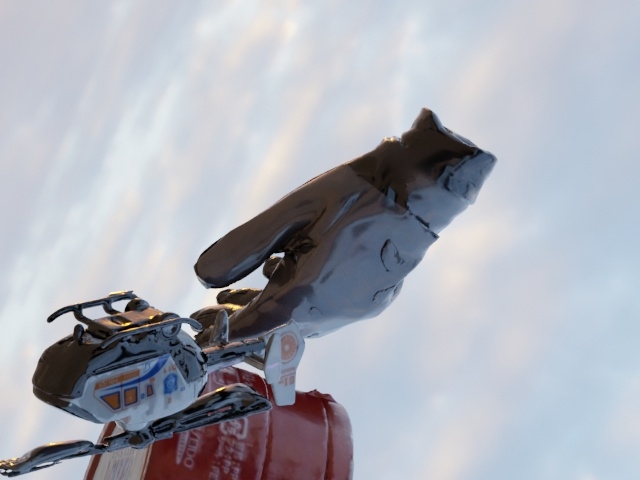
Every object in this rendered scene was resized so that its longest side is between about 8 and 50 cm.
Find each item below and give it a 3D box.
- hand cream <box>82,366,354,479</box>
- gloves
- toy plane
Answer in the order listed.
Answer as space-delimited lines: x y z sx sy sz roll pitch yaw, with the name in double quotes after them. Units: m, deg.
-0.083 0.195 1.285 0.230 0.149 0.230 -60 -164 30 "hand cream"
0.007 0.002 1.412 0.285 0.142 0.119 -37 -141 14 "gloves"
-0.083 0.069 0.967 0.053 0.197 0.078 19 -68 44 "toy plane"
